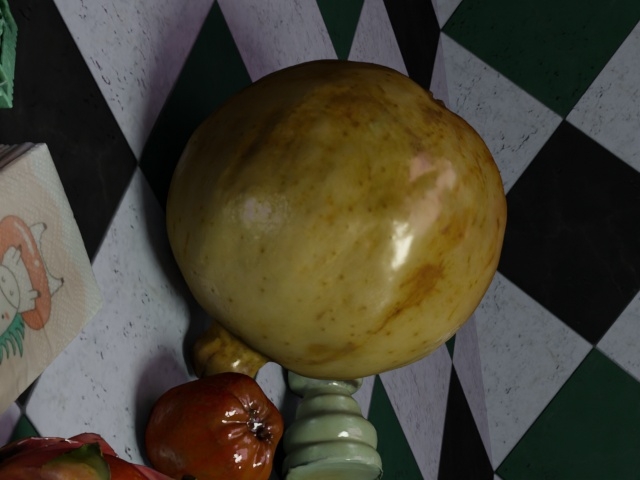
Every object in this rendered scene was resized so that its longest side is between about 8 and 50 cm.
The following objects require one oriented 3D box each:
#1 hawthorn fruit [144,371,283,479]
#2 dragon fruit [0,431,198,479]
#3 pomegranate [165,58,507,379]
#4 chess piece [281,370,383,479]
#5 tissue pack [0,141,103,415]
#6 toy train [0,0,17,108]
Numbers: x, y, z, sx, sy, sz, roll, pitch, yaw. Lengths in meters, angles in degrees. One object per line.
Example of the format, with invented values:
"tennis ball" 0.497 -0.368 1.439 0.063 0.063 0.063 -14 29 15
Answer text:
"hawthorn fruit" -0.114 0.201 1.231 0.133 0.138 0.133 31 51 -48
"dragon fruit" -0.195 0.251 0.893 0.227 0.224 0.224 -22 103 -72
"pomegranate" 0.000 0.000 1.351 0.410 0.410 0.410 -8 90 -70
"chess piece" 0.006 0.198 1.598 0.133 0.133 0.243 50 30 -55
"tissue pack" -0.280 0.056 0.918 0.325 0.071 0.170 -57 137 -62
"toy train" -0.319 -0.213 0.771 0.138 0.178 0.330 -105 176 -50
